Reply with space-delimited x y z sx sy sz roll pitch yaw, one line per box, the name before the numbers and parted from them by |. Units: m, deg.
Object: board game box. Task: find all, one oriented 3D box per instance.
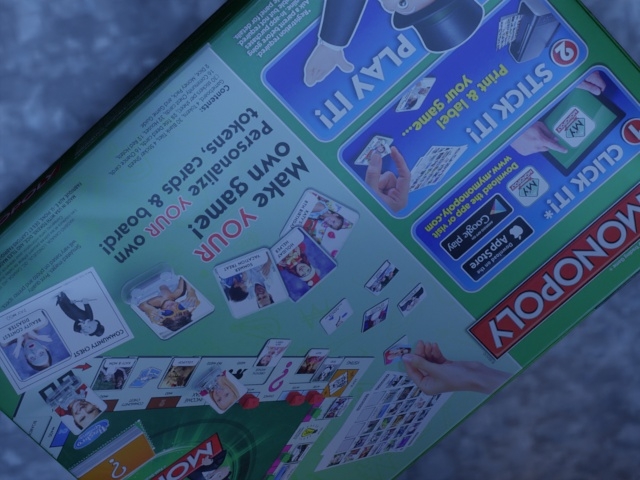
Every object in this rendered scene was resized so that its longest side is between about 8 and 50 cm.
board game box | 0.000 0.000 0.817 0.317 0.046 0.213 -41 107 10
